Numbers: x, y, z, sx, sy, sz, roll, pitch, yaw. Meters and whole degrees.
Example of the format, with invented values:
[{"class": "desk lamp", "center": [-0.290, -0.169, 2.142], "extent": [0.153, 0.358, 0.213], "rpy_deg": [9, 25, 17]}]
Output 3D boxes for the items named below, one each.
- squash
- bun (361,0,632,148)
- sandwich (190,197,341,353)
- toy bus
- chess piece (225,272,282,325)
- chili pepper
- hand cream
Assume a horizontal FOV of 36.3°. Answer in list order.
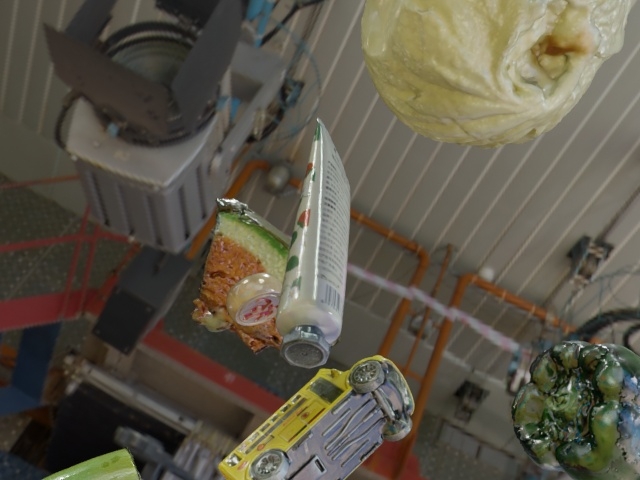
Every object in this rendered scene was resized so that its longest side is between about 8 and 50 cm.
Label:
[{"class": "squash", "center": [-0.350, 0.363, 1.381], "extent": [0.188, 0.095, 0.095], "rpy_deg": [-15, -44, -22]}, {"class": "bun", "center": [0.227, -0.274, 1.154], "extent": [0.227, 0.352, 0.349], "rpy_deg": [43, -23, 49]}, {"class": "sandwich", "center": [-0.091, 0.083, 1.610], "extent": [0.292, 0.109, 0.212], "rpy_deg": [33, -80, -2]}, {"class": "toy bus", "center": [-0.001, 0.328, 1.640], "extent": [0.152, 0.330, 0.144], "rpy_deg": [22, -34, 54]}, {"class": "chess piece", "center": [-0.088, 0.081, 1.335], "extent": [0.084, 0.038, 0.083], "rpy_deg": [-20, -31, -13]}, {"class": "chili pepper", "center": [0.464, 0.291, 1.569], "extent": [0.257, 0.233, 0.248], "rpy_deg": [26, 2, -33]}, {"class": "hand cream", "center": [0.000, 0.000, 0.947], "extent": [0.059, 0.276, 0.095], "rpy_deg": [-10, -46, 19]}]
